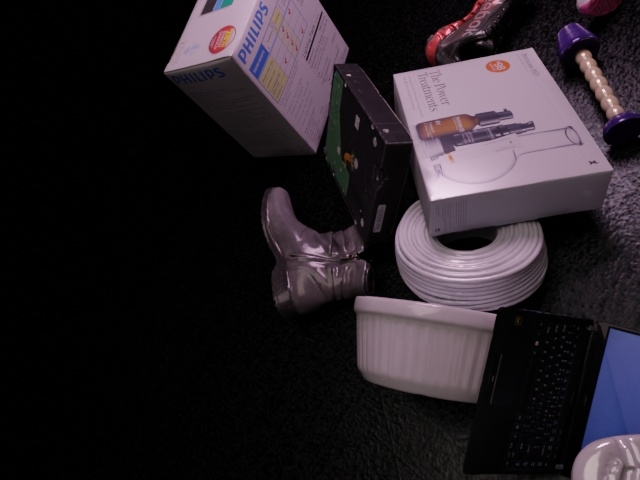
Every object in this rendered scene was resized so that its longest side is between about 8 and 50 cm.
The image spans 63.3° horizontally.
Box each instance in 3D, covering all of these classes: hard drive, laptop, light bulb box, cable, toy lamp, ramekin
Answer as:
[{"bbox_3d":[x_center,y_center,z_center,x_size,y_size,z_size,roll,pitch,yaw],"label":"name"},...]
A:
[{"bbox_3d":[0.086,-0.188,1.075,0.064,0.237,0.339,-5,41,-15],"label":"hard drive"},{"bbox_3d":[0.352,0.228,0.677,0.136,0.264,0.235,-159,80,-69],"label":"laptop"},{"bbox_3d":[-0.138,-0.454,1.301,0.225,0.361,0.358,2,65,34],"label":"light bulb box"},{"bbox_3d":[0.259,0.008,0.905,0.257,0.089,0.257,3,41,22],"label":"cable"},{"bbox_3d":[0.514,-0.303,0.975,0.080,0.080,0.275,-20,55,23],"label":"toy lamp"},{"bbox_3d":[0.180,0.170,0.813,0.272,0.272,0.127,3,79,34],"label":"ramekin"}]

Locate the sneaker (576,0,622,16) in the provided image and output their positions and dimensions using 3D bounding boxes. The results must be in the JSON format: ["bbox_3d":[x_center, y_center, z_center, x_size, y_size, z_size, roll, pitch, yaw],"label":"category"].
[{"bbox_3d":[0.573,-0.561,1.074,0.111,0.103,0.252,14,67,42],"label":"sneaker"}]

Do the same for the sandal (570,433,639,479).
[{"bbox_3d":[0.514,0.302,0.606,0.415,0.102,0.170,6,68,15],"label":"sandal"}]

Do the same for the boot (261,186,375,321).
[{"bbox_3d":[0.000,0.000,1.137,0.222,0.118,0.338,-21,61,14],"label":"boot"}]

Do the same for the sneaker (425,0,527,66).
[{"bbox_3d":[0.372,-0.471,1.149,0.276,0.097,0.135,-39,50,12],"label":"sneaker"}]

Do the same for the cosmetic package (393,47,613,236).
[{"bbox_3d":[0.303,-0.195,0.950,0.284,0.098,0.377,-9,48,3],"label":"cosmetic package"}]
